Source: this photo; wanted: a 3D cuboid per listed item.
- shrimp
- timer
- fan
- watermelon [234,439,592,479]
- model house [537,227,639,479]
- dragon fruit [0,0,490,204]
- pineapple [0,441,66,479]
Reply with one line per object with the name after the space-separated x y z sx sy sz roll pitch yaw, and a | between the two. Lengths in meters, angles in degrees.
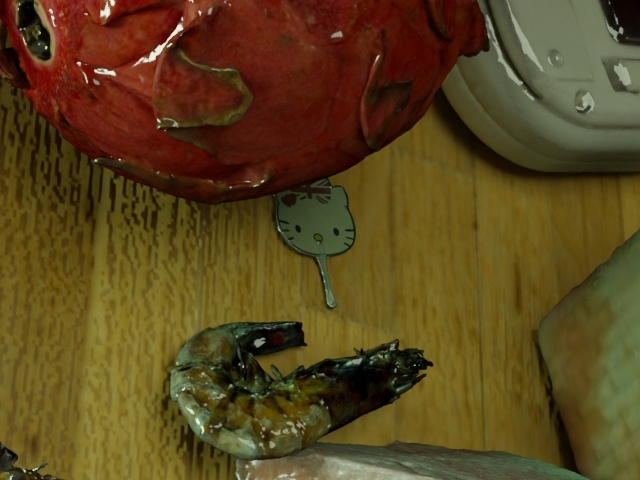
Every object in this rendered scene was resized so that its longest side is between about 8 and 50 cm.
-0.009 0.067 0.799 0.161 0.034 0.091 -12 50 -40 | shrimp
0.164 -0.174 1.024 0.237 0.087 0.262 -3 69 -37 | timer
0.000 0.000 0.872 0.056 0.004 0.083 2 65 -35 | fan
0.051 0.185 0.789 0.202 0.136 0.207 28 75 27 | watermelon
0.317 0.134 0.865 0.312 0.245 0.280 4 58 -26 | model house
-0.039 -0.132 0.772 0.241 0.241 0.252 46 65 -6 | dragon fruit
-0.145 0.184 0.621 0.103 0.083 0.221 29 51 -40 | pineapple
